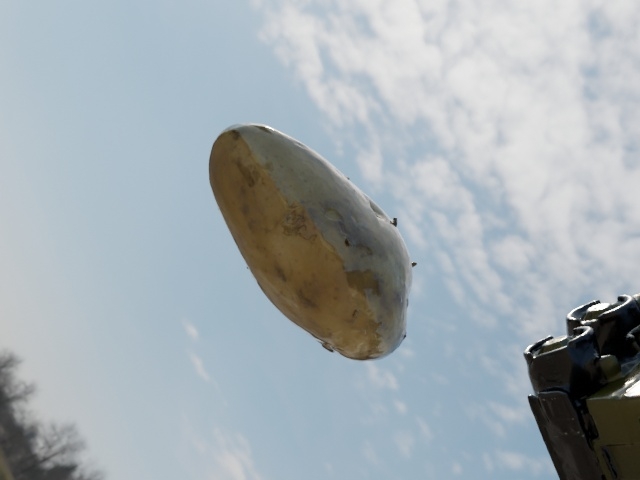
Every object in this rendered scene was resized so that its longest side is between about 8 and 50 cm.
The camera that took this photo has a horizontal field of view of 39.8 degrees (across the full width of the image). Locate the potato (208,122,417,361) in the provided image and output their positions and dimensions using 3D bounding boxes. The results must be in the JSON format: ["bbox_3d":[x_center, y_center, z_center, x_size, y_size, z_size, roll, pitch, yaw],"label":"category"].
[{"bbox_3d":[0.000,-0.001,0.762,0.234,0.128,0.161,54,5,2],"label":"potato"}]

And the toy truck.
[{"bbox_3d":[0.243,0.083,0.559,0.127,0.257,0.127,-20,-88,44],"label":"toy truck"}]
